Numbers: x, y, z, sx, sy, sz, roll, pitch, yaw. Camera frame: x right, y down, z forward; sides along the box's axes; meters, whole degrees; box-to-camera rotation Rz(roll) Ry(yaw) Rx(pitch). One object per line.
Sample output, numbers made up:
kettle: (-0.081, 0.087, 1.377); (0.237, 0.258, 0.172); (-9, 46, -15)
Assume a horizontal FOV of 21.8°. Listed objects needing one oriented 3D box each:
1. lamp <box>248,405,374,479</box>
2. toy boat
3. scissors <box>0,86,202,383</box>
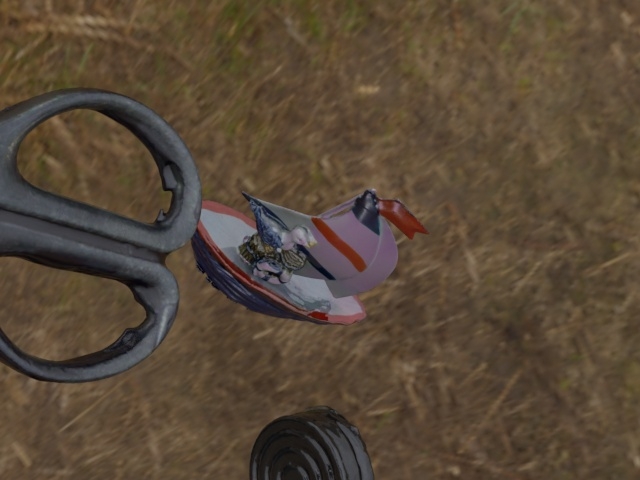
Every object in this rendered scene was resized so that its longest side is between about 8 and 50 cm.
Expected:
lamp: (-0.110, 0.230, 0.838); (0.109, 0.371, 0.130); (3, 51, -47)
toy boat: (0.006, 0.017, 1.728); (0.219, 0.318, 0.072); (50, 49, -38)
scissors: (-0.155, -0.022, 0.536); (0.300, 0.022, 0.109); (17, 86, -44)
